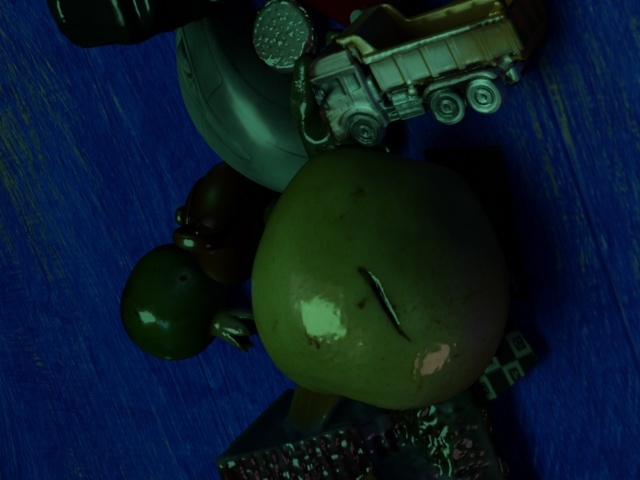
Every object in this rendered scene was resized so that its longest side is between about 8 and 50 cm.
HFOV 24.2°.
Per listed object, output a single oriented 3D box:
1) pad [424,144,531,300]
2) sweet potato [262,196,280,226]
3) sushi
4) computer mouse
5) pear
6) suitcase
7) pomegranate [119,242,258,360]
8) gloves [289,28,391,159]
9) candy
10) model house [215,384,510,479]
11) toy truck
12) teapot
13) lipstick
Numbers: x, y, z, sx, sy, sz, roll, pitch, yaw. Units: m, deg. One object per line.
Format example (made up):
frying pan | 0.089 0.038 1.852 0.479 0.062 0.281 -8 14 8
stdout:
pad | 0.186 -0.020 1.777 0.127 0.004 0.190 0 105 49
sweet potato | -0.050 -0.015 2.084 0.054 0.053 0.182 20 158 16
sushi | 0.194 0.098 1.848 0.201 0.031 0.139 58 141 14
computer mouse | -0.111 -0.200 2.008 0.371 0.122 0.188 54 146 22
pear | 0.070 0.044 1.706 0.309 0.309 0.309 34 137 39
suitcase | -0.284 -0.429 1.925 0.339 0.188 0.345 12 126 59
pomegranate | -0.198 0.106 2.308 0.225 0.187 0.187 22 133 16
gloves | 0.027 -0.147 1.843 0.135 0.107 0.268 18 138 18
candy | -0.041 -0.262 1.896 0.103 0.043 0.103 4 98 30
model house | 0.035 0.347 1.927 0.297 0.339 0.360 19 130 60
toy truck | 0.114 -0.197 1.613 0.270 0.114 0.135 -14 113 35
teapot | -0.146 -0.023 2.078 0.135 0.252 0.178 2 104 16
lipstick | 0.023 -0.299 1.784 0.279 0.073 0.073 37 139 36
